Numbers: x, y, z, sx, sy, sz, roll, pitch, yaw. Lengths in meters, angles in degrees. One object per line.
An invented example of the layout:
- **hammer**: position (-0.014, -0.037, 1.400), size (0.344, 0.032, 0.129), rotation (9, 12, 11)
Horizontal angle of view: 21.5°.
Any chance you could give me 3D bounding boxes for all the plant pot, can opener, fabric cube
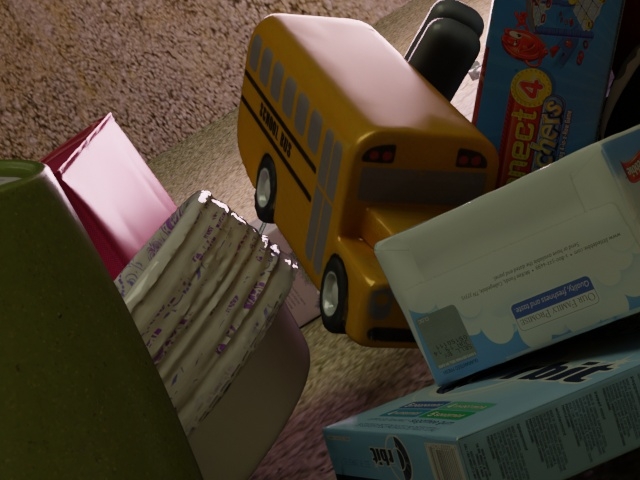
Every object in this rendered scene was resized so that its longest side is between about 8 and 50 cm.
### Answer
- **plant pot**: position (-0.189, 0.113, 0.905), size (0.275, 0.293, 0.275), rotation (-8, 12, 2)
- **can opener**: position (0.065, -0.062, 1.352), size (0.074, 0.093, 0.280), rotation (-77, 10, -58)
- **fabric cube**: position (-0.235, 0.079, 1.517), size (0.259, 0.258, 0.254), rotation (-33, 12, 13)

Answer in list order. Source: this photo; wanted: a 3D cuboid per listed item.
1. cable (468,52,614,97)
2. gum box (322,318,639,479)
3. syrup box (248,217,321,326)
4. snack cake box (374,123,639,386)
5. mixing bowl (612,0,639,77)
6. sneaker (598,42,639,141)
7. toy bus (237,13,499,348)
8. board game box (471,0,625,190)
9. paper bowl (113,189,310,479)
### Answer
- **cable**: position (0.265, -0.179, 1.572), size (0.257, 0.089, 0.257), rotation (-32, 12, 13)
- **gum box**: position (0.116, 0.086, 0.872), size (0.184, 0.041, 0.157), rotation (-18, 3, -23)
- **syrup box**: position (0.019, -0.008, 1.553), size (0.237, 0.093, 0.096), rotation (-32, 13, 16)
- **snack cake box**: position (0.169, -0.013, 0.963), size (0.152, 0.089, 0.264), rotation (-26, -2, 37)
- **mixing bowl**: position (0.289, -0.184, 1.338), size (0.181, 0.098, 0.181), rotation (-38, -12, -10)
- **sneaker**: position (0.316, -0.126, 1.170), size (0.283, 0.107, 0.124), rotation (-39, 18, -19)
- **toy bus**: position (0.033, -0.045, 1.150), size (0.108, 0.130, 0.332), rotation (4, 22, -18)
- **board game box**: position (0.165, -0.150, 1.247), size (0.086, 0.302, 0.308), rotation (10, 18, 4)
- **paper bowl**: position (-0.117, 0.114, 1.203), size (0.284, 0.148, 0.284), rotation (-51, 8, 10)
